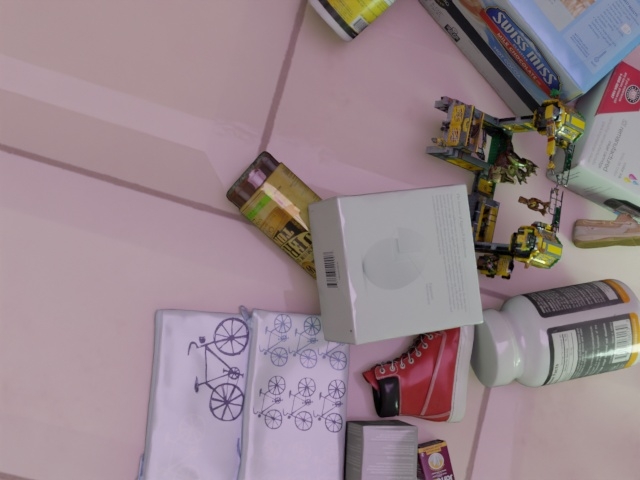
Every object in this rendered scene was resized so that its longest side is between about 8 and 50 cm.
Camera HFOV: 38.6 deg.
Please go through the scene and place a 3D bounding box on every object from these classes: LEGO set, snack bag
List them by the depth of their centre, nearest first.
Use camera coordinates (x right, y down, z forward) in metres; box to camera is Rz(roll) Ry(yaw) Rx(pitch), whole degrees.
[{"bbox_3d":[-0.121,0.269,1.508,0.342,0.037,0.323,6,82,-12],"label":"snack bag"},{"bbox_3d":[0.285,-0.109,1.536,0.192,0.255,0.331,16,91,-38],"label":"LEGO set"}]

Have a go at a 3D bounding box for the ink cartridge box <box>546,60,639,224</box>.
[{"bbox_3d":[0.608,-0.156,1.683,0.306,0.131,0.226,26,78,-8],"label":"ink cartridge box"}]

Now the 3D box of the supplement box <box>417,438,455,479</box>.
[{"bbox_3d":[0.193,0.388,1.561,0.055,0.043,0.083,-13,86,-16],"label":"supplement box"}]

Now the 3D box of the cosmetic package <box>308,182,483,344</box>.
[{"bbox_3d":[0.117,0.035,1.441,0.225,0.138,0.224,-7,89,-21],"label":"cosmetic package"}]

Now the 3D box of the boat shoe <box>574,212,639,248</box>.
[{"bbox_3d":[0.549,-0.023,1.667,0.170,0.063,0.059,-3,72,11],"label":"boat shoe"}]

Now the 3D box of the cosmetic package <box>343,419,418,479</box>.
[{"bbox_3d":[0.095,0.417,1.493,0.107,0.127,0.238,2,84,-12],"label":"cosmetic package"}]

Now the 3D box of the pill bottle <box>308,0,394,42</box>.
[{"bbox_3d":[0.085,-0.451,1.566,0.208,0.119,0.119,-41,93,13],"label":"pill bottle"}]

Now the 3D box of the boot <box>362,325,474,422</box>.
[{"bbox_3d":[0.164,0.184,1.562,0.176,0.088,0.244,7,85,-11],"label":"boot"}]

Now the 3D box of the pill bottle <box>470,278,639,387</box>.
[{"bbox_3d":[0.404,0.164,1.579,0.278,0.162,0.162,-9,85,-13],"label":"pill bottle"}]

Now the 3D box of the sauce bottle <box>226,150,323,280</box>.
[{"bbox_3d":[0.000,0.000,1.531,0.344,0.111,0.111,41,76,-5],"label":"sauce bottle"}]

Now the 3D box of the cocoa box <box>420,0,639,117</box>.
[{"bbox_3d":[0.378,-0.422,1.613,0.231,0.228,0.347,-41,93,-15],"label":"cocoa box"}]
